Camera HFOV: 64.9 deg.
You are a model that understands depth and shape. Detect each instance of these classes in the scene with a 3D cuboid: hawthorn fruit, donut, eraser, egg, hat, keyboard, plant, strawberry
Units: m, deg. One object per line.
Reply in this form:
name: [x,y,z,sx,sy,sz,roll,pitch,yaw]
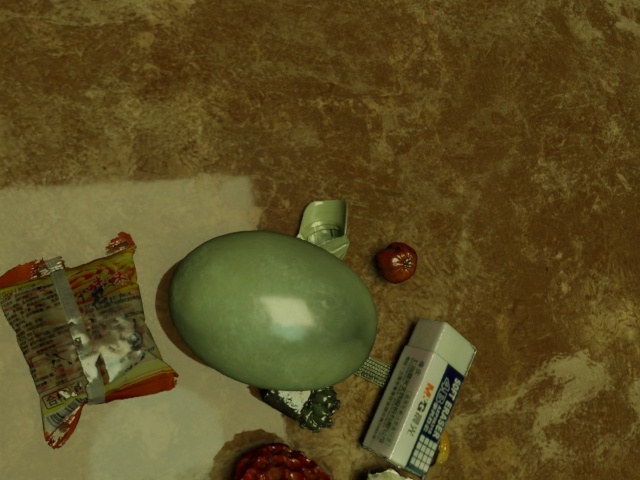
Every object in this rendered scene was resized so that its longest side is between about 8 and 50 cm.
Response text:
hawthorn fruit: [0.154,0.044,1.044,0.093,0.093,0.093,4,80,-23]
donut: [0.245,0.426,1.053,0.038,0.067,0.083,11,46,-15]
eraser: [0.203,0.313,1.016,0.130,0.086,0.287,40,68,-27]
egg: [-0.074,0.116,0.839,0.352,0.258,0.258,17,75,-17]
hat: [-0.001,-0.007,1.001,0.123,0.081,0.166,0,67,21]
keyboard: [0.096,0.257,1.022,0.129,0.015,0.049,30,72,-16]
plant: [-0.036,0.291,0.922,0.143,0.092,0.094,26,66,-9]
strawberry: [-0.068,0.443,0.862,0.234,0.233,0.178,-19,58,-24]

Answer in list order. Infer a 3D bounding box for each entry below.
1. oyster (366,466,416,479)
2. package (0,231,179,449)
oyster: [0.131,0.554,0.955,0.214,0.083,0.222,27,72,-18]
package: [-0.362,0.145,0.797,0.223,0.108,0.288,-21,88,-26]
